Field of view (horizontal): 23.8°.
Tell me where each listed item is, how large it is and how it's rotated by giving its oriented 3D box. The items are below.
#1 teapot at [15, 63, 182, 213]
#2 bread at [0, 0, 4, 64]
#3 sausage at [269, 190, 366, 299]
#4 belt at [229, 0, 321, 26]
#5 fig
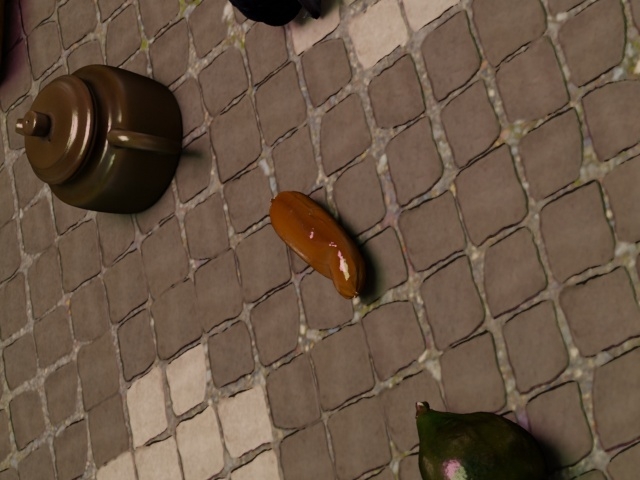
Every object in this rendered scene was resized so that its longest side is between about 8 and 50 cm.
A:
[{"bbox_3d":[-0.286,-0.130,1.910,0.267,0.175,0.185,8,90,47],"label":"teapot"},{"bbox_3d":[-0.529,-0.354,2.232,0.119,0.152,0.288,-2,79,7],"label":"bread"},{"bbox_3d":[0.000,0.000,1.669,0.183,0.054,0.062,42,144,40],"label":"sausage"},{"bbox_3d":[-0.061,-0.357,1.764,0.122,0.128,0.218,-3,76,16],"label":"belt"},{"bbox_3d":[0.140,0.208,1.450,0.177,0.117,0.117,33,107,62],"label":"fig"}]
